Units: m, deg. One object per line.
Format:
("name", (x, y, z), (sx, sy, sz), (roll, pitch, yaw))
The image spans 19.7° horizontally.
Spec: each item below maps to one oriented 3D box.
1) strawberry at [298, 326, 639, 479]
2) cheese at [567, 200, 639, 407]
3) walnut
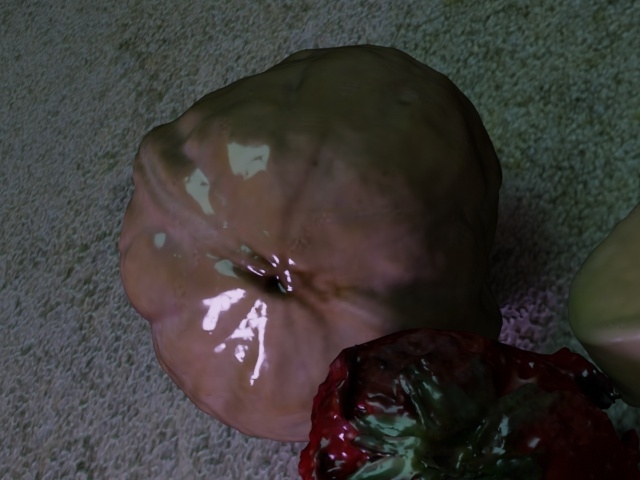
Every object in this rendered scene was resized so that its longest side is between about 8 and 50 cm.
("strawberry", (0.109, 0.194, 1.414), (0.274, 0.220, 0.274), (3, 56, -5))
("cheese", (0.403, 0.005, 1.355), (0.384, 0.104, 0.384), (-25, 37, 21))
("walnut", (0.000, 0.000, 1.615), (0.381, 0.381, 0.381), (-29, 36, 24))
